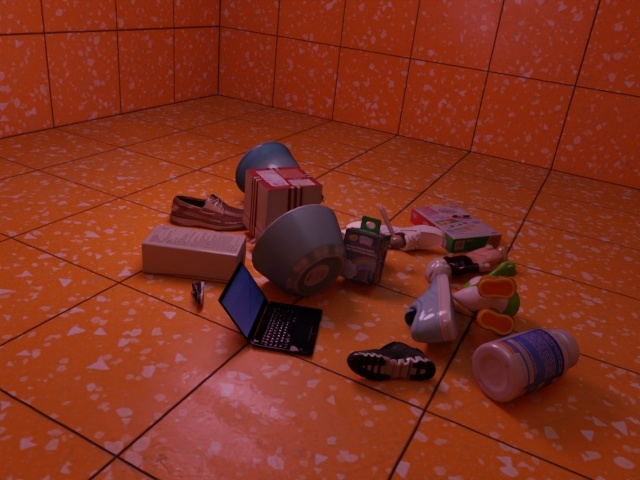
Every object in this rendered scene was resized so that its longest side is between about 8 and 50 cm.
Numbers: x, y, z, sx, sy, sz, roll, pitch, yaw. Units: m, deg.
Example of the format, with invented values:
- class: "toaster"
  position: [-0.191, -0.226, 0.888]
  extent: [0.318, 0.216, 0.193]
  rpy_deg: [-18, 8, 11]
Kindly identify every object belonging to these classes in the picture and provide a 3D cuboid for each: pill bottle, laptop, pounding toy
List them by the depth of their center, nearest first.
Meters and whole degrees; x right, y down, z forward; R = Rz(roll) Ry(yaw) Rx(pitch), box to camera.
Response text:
- class: "pill bottle"
  position: [0.545, 0.313, 1.467]
  extent: [0.271, 0.153, 0.152]
  rpy_deg: [-9, 29, -29]
- class: "laptop"
  position: [-0.131, 0.187, 1.588]
  extent: [0.264, 0.137, 0.234]
  rpy_deg: [9, 26, 5]
- class: "pounding toy"
  position: [0.172, 0.018, 2.033]
  extent: [0.236, 0.110, 0.183]
  rpy_deg: [-30, 64, 3]

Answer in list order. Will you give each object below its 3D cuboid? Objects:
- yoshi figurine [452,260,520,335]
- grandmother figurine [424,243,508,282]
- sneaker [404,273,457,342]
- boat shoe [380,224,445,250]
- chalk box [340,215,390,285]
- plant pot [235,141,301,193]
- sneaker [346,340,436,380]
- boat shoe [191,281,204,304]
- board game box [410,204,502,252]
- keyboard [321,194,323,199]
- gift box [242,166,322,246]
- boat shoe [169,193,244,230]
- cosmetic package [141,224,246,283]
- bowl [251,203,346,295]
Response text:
- class: "yoshi figurine"
  position: [0.531, 0.178, 1.674]
  extent: [0.203, 0.203, 0.362]
  rpy_deg: [52, 7, 5]
- class: "grandmother figurine"
  position: [0.518, 0.088, 2.012]
  extent: [0.342, 0.104, 0.207]
  rpy_deg: [-12, 4, -29]
- class: "sneaker"
  position: [0.325, 0.197, 1.692]
  extent: [0.150, 0.135, 0.366]
  rpy_deg: [-11, 10, 14]
- class: "boat shoe"
  position: [0.338, 0.000, 2.150]
  extent: [0.276, 0.098, 0.096]
  rpy_deg: [1, 24, 11]
- class: "chalk box"
  position: [0.149, 0.027, 1.869]
  extent: [0.132, 0.213, 0.132]
  rpy_deg: [16, 6, 17]
- class: "plant pot"
  position: [-0.178, -0.229, 2.330]
  extent: [0.271, 0.272, 0.255]
  rpy_deg: [-11, 44, -33]
- class: "sneaker"
  position: [0.178, 0.312, 1.475]
  extent: [0.234, 0.078, 0.106]
  rpy_deg: [6, 22, -10]
- class: "boat shoe"
  position: [-0.371, 0.158, 1.694]
  extent: [0.038, 0.046, 0.125]
  rpy_deg: [1, 23, -12]
- class: "board game box"
  position: [0.558, -0.055, 2.346]
  extent: [0.242, 0.064, 0.316]
  rpy_deg: [-5, 27, -22]
- class: "keyboard"
  position: [-0.082, -0.213, 2.566]
  extent: [0.201, 0.033, 0.317]
  rpy_deg: [-6, 28, -11]
- class: "gift box"
  position: [-0.146, -0.105, 2.054]
  extent: [0.254, 0.258, 0.276]
  rpy_deg: [-5, 28, -23]
- class: "boat shoe"
  position: [-0.420, -0.115, 2.175]
  extent: [0.323, 0.117, 0.123]
  rpy_deg: [3, 26, -8]
- class: "cosmetic package"
  position: [-0.411, 0.043, 1.851]
  extent: [0.309, 0.113, 0.160]
  rpy_deg: [7, 25, 2]
- class: "bowl"
  position: [-0.040, 0.054, 1.755]
  extent: [0.311, 0.312, 0.163]
  rpy_deg: [-12, 50, -35]
